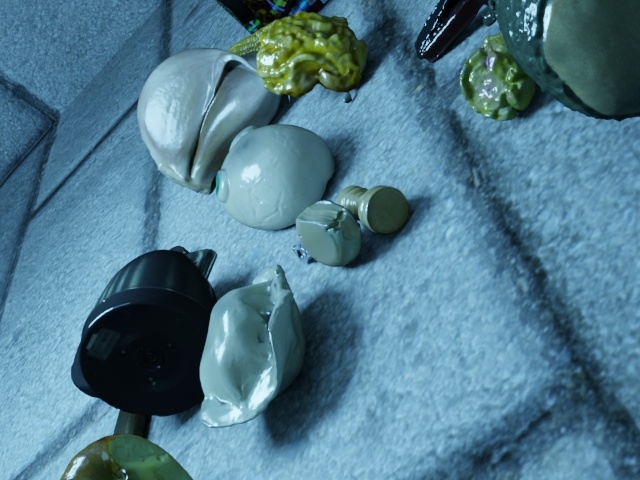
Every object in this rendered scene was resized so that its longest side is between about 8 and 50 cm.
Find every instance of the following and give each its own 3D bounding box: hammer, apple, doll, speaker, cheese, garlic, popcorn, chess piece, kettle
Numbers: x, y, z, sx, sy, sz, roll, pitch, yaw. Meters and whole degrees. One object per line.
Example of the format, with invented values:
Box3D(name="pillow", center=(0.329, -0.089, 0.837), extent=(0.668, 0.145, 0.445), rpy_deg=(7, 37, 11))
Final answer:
Box3D(name="hammer", center=(-0.293, 0.182, 1.511), extent=(0.168, 0.044, 0.440), rpy_deg=(-35, 32, 32))
Box3D(name="apple", center=(-0.252, 0.348, 1.112), extent=(0.160, 0.173, 0.195), rpy_deg=(-39, 27, 19))
Box3D(name="doll", center=(0.304, -0.276, 0.964), extent=(0.247, 0.247, 0.349), rpy_deg=(-45, 18, 13))
Box3D(name="speaker", center=(0.217, -0.437, 1.327), extent=(0.259, 0.198, 0.330), rpy_deg=(-23, 46, 23))
Box3D(name="cheese", center=(-0.003, -0.006, 1.238), extent=(0.047, 0.092, 0.171), rpy_deg=(-34, 18, -27))
Box3D(name="garlic", center=(-0.211, -0.284, 1.734), extent=(0.340, 0.231, 0.246), rpy_deg=(-39, 27, 35))
Box3D(name="popcorn", center=(-0.012, -0.332, 1.556), extent=(0.194, 0.140, 0.163), rpy_deg=(2, 44, 18))
Box3D(name="chess piece", center=(0.065, -0.046, 1.216), extent=(0.066, 0.066, 0.122), rpy_deg=(-56, 24, -8))
Box3D(name="kettle", center=(-0.257, 0.128, 1.380), extent=(0.271, 0.207, 0.251), rpy_deg=(-95, 27, -61))
Box3D(name="popcorn", center=(0.229, -0.210, 1.128), extent=(0.096, 0.109, 0.089), rpy_deg=(3, 14, 22))

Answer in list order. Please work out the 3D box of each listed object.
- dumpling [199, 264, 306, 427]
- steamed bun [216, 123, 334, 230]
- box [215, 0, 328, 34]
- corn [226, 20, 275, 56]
Box3D(name="dumpling", center=(-0.085, 0.133, 1.156), extent=(0.162, 0.132, 0.250), rpy_deg=(-29, 35, 43))
Box3D(name="steamed bun", center=(-0.089, -0.112, 1.450), extent=(0.228, 0.130, 0.177), rpy_deg=(-3, 55, 53))
Box3D(name="box", center=(-0.064, -0.575, 1.882), extent=(0.310, 0.198, 0.084), rpy_deg=(-37, 34, 24))
Box3D(name="corn", center=(-0.128, -0.392, 1.875), extent=(0.293, 0.106, 0.106), rpy_deg=(-10, 49, 57))
